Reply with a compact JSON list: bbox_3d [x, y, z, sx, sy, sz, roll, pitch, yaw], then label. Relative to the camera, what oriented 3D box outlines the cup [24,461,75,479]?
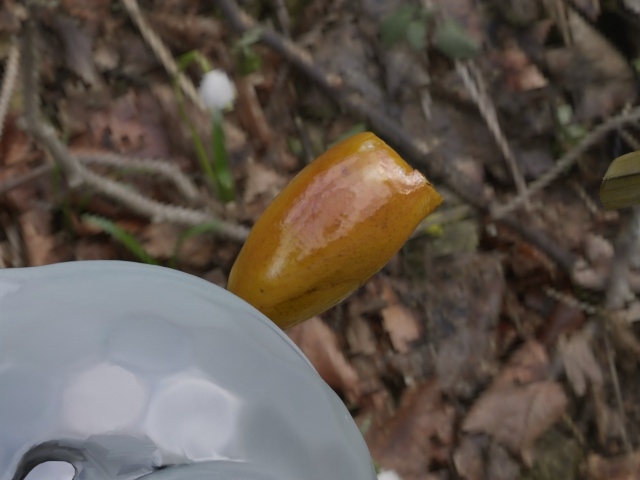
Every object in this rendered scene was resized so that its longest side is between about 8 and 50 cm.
[{"bbox_3d":[-0.143,0.157,0.791,0.173,0.142,0.134,-26,24,-33],"label":"cup"}]

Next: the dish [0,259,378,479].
[{"bbox_3d":[-0.076,0.149,0.664,0.303,0.303,0.120,-38,27,-22],"label":"dish"}]

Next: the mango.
[{"bbox_3d":[0.000,0.000,1.662,0.252,0.126,0.154,-43,-4,15],"label":"mango"}]

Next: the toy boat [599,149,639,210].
[{"bbox_3d":[0.385,-0.062,1.769,0.226,0.088,0.068,-16,38,56],"label":"toy boat"}]
